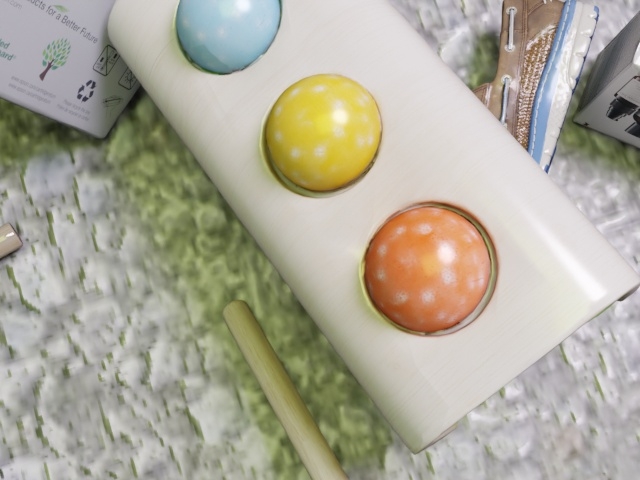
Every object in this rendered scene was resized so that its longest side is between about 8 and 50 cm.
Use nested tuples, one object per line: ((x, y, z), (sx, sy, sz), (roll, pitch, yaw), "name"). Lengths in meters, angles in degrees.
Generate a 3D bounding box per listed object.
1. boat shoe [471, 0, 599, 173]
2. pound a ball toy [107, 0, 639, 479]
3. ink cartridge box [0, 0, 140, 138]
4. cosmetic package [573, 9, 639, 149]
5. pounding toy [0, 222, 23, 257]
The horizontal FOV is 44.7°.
((0.111, -0.065, 0.475), (0.066, 0.066, 0.183), (18, 76, 14), "boat shoe")
((0.000, 0.000, 0.392), (0.208, 0.136, 0.319), (-40, 71, 11), "pound a ball toy")
((-0.080, -0.217, 0.404), (0.065, 0.165, 0.332), (38, 94, 14), "ink cartridge box")
((0.283, -0.061, 0.458), (0.239, 0.099, 0.060), (24, 82, 3), "cosmetic package")
((-0.321, -0.041, 0.448), (0.183, 0.110, 0.237), (-41, 112, -19), "pounding toy")
